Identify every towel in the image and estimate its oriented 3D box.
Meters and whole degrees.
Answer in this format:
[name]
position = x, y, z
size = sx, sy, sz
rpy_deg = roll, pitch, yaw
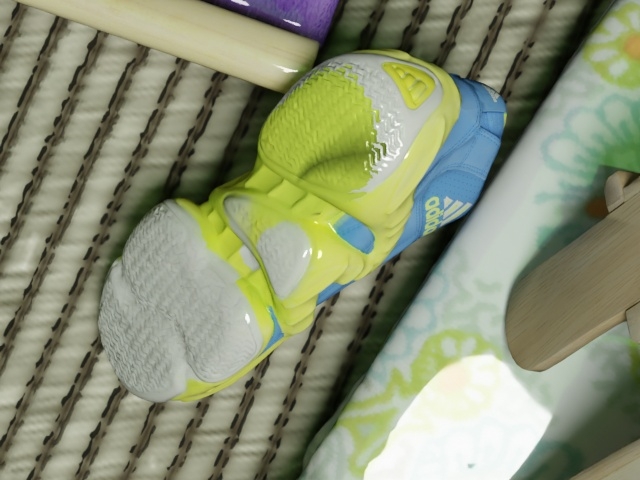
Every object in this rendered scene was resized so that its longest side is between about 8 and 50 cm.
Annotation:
[towel]
position = 0.188, 0.095, 0.929
size = 0.320, 0.090, 0.374
rpy_deg = 34, 88, 0

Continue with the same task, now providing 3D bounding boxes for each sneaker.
[sneaker]
position = 0.000, 0.000, 0.896
size = 0.126, 0.240, 0.091
rpy_deg = -6, 66, -45

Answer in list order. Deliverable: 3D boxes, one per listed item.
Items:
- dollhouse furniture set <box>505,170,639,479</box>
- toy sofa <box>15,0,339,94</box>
[dollhouse furniture set]
position = 0.277, 0.141, 0.861
size = 0.356, 0.174, 0.303
rpy_deg = 8, 61, -28
[toy sofa]
position = -0.017, -0.256, 0.870
size = 0.150, 0.177, 0.362
rpy_deg = 19, 89, -4
